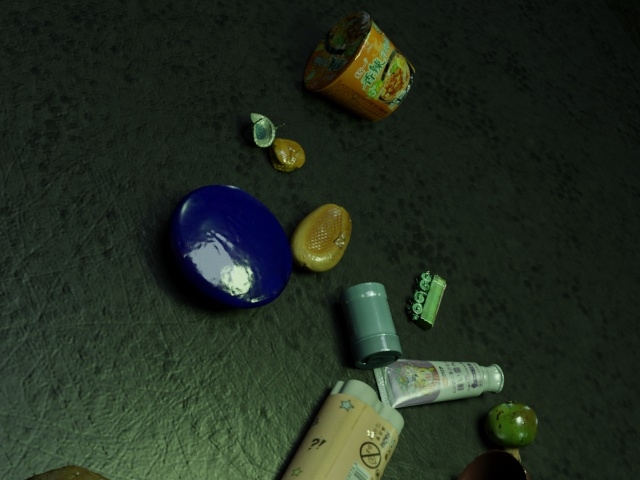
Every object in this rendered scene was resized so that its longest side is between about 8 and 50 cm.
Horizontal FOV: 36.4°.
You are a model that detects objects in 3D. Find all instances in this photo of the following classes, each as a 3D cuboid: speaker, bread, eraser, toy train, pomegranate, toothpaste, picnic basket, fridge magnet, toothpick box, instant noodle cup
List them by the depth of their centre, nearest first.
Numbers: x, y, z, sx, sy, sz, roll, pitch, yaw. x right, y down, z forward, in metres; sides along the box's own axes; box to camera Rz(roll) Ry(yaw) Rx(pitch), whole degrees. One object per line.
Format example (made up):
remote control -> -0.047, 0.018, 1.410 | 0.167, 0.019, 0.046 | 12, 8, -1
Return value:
eraser -> 0.046, 0.409, 1.810 | 0.171, 0.087, 0.290 | 44, 45, -10
fridge magnet -> -0.174, 0.014, 1.882 | 0.266, 0.113, 0.265 | 19, 52, -27
speaker -> 0.431, 0.600, 1.922 | 0.330, 0.198, 0.259 | 37, 32, -24
toothpick box -> 0.102, 0.175, 1.998 | 0.101, 0.101, 0.153 | 8, 57, -34
bread -> 0.000, 0.000, 2.056 | 0.114, 0.077, 0.189 | 28, 46, 7
toothpaste -> 0.250, 0.297, 2.062 | 0.299, 0.073, 0.113 | 2, 60, -28
pomegranate -> 0.408, 0.413, 2.079 | 0.115, 0.115, 0.142 | -1, 91, -38
picnic basket -> -0.126, -0.243, 2.116 | 0.065, 0.083, 0.083 | 11, 58, -39
bread -> -0.075, -0.189, 2.144 | 0.083, 0.046, 0.081 | 33, 44, -15
toy train -> 0.236, 0.131, 2.177 | 0.071, 0.038, 0.148 | 36, 47, -12
instant noodle cup -> 0.101, -0.400, 2.312 | 0.182, 0.230, 0.230 | 34, 45, -27

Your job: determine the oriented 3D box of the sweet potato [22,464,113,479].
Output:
sweet potato -> -0.371, 0.402, 1.483 | 0.342, 0.092, 0.114 | 19, 68, -27
